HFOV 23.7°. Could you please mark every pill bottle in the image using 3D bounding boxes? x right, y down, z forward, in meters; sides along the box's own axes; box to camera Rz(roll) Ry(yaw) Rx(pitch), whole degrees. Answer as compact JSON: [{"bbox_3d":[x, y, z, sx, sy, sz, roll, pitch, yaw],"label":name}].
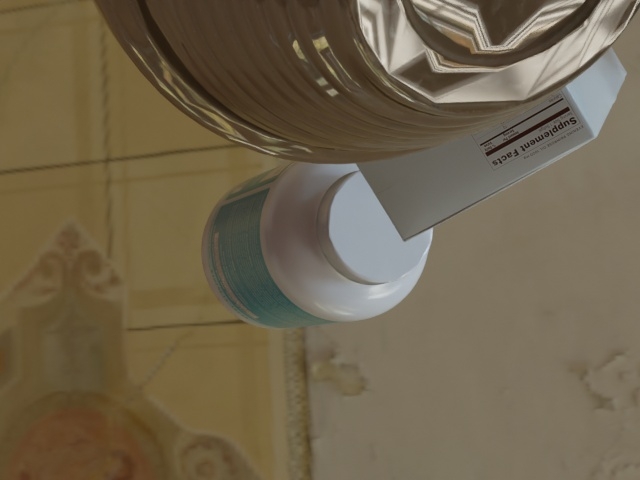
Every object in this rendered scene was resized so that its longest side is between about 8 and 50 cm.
[{"bbox_3d":[0.000,0.000,1.308,0.146,0.264,0.146,2,-96,-21],"label":"pill bottle"}]

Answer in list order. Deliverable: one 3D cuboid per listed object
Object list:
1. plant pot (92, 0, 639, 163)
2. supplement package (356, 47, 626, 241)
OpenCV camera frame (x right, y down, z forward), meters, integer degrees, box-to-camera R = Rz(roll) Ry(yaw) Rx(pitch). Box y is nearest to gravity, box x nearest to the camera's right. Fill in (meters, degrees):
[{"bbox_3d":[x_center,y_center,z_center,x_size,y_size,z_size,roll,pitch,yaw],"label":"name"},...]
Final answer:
[{"bbox_3d":[0.040,-0.117,0.511,0.237,0.237,0.110,-53,-141,12],"label":"plant pot"},{"bbox_3d":[0.083,-0.143,1.024,0.149,0.194,0.203,-29,-83,24],"label":"supplement package"}]
